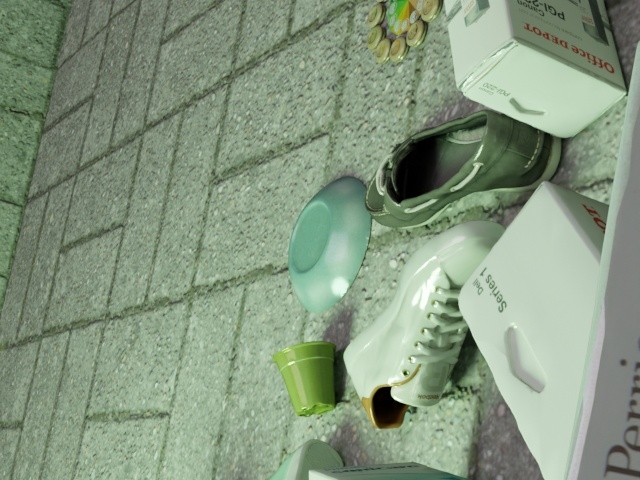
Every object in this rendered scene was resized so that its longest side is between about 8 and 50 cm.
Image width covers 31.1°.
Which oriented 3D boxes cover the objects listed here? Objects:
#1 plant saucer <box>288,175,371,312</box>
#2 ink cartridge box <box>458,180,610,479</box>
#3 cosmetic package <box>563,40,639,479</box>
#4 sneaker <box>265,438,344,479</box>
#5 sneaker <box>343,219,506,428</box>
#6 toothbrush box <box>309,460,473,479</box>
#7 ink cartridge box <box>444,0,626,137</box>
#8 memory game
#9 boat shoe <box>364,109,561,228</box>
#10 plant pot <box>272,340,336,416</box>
[{"bbox_3d":[0.000,0.000,1.567,0.195,0.037,0.195,-38,43,46],"label":"plant saucer"},{"bbox_3d":[0.260,0.092,0.795,0.117,0.278,0.201,-58,32,26],"label":"ink cartridge box"},{"bbox_3d":[0.355,0.060,0.504,0.453,0.161,0.230,8,79,20],"label":"cosmetic package"},{"bbox_3d":[-0.058,0.360,1.342,0.151,0.094,0.256,-49,5,33],"label":"sneaker"},{"bbox_3d":[0.127,0.102,1.231,0.290,0.105,0.123,-59,36,42],"label":"sneaker"},{"bbox_3d":[0.097,0.329,1.035,0.295,0.126,0.217,173,98,-66],"label":"toothbrush box"},{"bbox_3d":[0.213,-0.233,1.188,0.092,0.158,0.218,-39,43,45],"label":"ink cartridge box"},{"bbox_3d":[0.116,-0.328,1.571,0.186,0.012,0.186,-38,43,46],"label":"memory game"},{"bbox_3d":[0.131,-0.089,1.319,0.335,0.095,0.112,-15,61,57],"label":"boat shoe"},{"bbox_3d":[-0.014,0.179,1.457,0.083,0.083,0.079,-38,55,46],"label":"plant pot"}]
